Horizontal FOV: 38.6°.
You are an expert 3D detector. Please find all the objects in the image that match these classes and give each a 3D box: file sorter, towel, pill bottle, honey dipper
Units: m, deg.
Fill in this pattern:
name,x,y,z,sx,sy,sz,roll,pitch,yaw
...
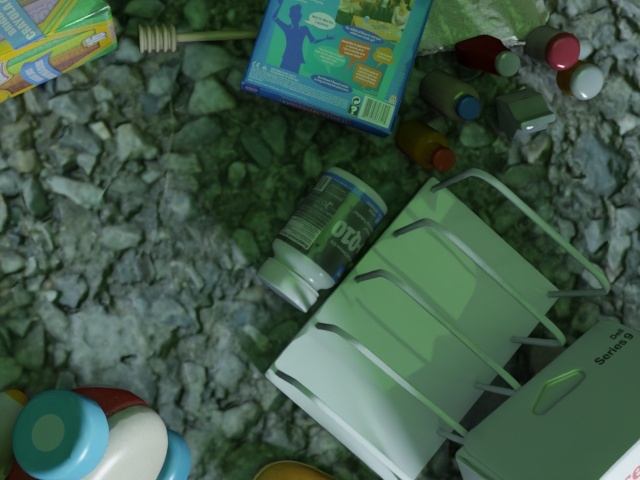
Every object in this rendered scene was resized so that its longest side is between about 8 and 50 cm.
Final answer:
name,x,y,z,sx,sy,sz,roll,pitch,yaw
file sorter,0.112,0.093,0.898,0.193,0.173,0.278,41,82,-4
towel,0.101,-0.289,0.983,0.282,0.049,0.187,-9,87,-10
pill bottle,0.000,0.000,0.932,0.078,0.078,0.137,37,82,-5
honey dipper,-0.109,-0.212,0.955,0.160,0.030,0.031,-4,87,-13

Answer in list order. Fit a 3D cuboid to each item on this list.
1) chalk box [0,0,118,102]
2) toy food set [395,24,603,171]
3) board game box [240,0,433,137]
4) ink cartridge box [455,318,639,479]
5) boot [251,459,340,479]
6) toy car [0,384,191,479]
name,x,y,z,sx,sy,sz,roll,pitch,yaw
chalk box,-0.319,-0.212,0.868,0.213,0.132,0.132,-29,91,-9
toy food set,0.195,-0.151,0.942,0.232,0.104,0.111,-17,114,-8
board game box,0.026,-0.229,0.922,0.160,0.047,0.210,19,89,-6
ink cartridge box,0.267,0.253,0.856,0.211,0.121,0.289,-37,126,-19
boot,0.058,0.327,0.853,0.295,0.211,0.104,44,80,-4
toy car,-0.283,0.192,0.841,0.238,0.219,0.210,31,81,23
